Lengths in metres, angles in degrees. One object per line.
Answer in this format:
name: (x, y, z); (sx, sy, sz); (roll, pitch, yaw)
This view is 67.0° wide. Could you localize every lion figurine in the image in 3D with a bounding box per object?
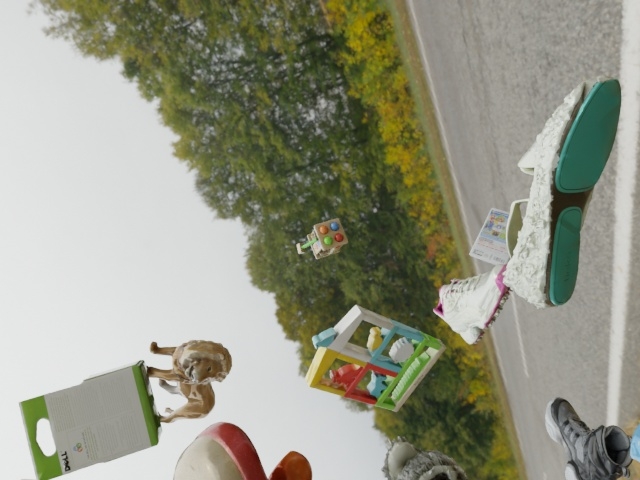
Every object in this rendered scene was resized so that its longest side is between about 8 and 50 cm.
lion figurine: (-0.358, 0.404, 1.354); (0.393, 0.239, 0.142); (96, -178, -47)

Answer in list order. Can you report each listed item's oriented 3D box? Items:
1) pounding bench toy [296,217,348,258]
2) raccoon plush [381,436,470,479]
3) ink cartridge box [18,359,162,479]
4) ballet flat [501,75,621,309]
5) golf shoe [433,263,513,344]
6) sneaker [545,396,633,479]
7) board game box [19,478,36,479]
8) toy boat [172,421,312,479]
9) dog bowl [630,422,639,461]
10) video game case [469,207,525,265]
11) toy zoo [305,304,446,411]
pounding bench toy: (0.000, 0.000, 0.914); (0.052, 0.083, 0.065); (68, 160, 13)
raccoon plush: (0.082, 0.521, 0.770); (0.216, 0.446, 0.299); (47, -159, -35)
ink cartridge box: (-0.516, 0.404, 1.103); (0.097, 0.254, 0.189); (157, 99, -76)
ballet flat: (0.401, -0.081, 0.856); (0.147, 0.146, 0.410); (-70, -12, -76)
golf shoe: (0.336, 0.133, 1.087); (0.140, 0.115, 0.306); (33, 152, 18)
sneaker: (0.614, 0.444, 1.097); (0.269, 0.101, 0.153); (-78, 12, -56)
board game box: (-0.743, 0.906, 1.345); (0.356, 0.355, 0.357); (141, 139, -67)
toy boat: (-0.068, 0.320, 0.592); (0.151, 0.151, 0.231); (-35, -87, -47)
dog bowl: (0.523, 0.376, 0.656); (0.074, 0.165, 0.298); (79, -150, -60)
video game case: (0.397, -0.007, 1.077); (0.087, 0.122, 0.011); (24, 175, 39)
toy zoo: (0.101, 0.244, 0.994); (0.293, 0.193, 0.030); (25, -164, -29)
